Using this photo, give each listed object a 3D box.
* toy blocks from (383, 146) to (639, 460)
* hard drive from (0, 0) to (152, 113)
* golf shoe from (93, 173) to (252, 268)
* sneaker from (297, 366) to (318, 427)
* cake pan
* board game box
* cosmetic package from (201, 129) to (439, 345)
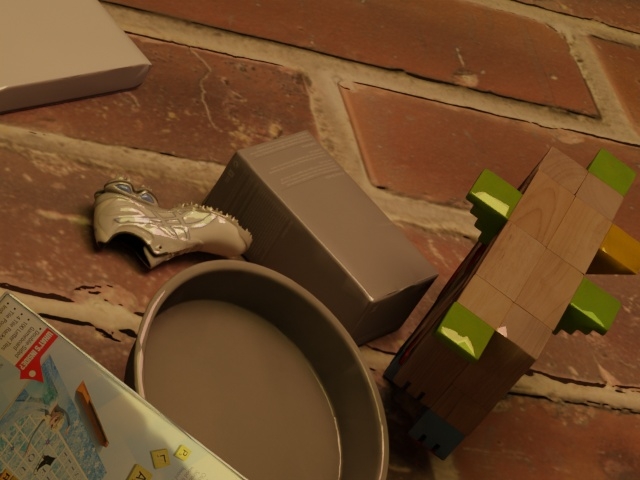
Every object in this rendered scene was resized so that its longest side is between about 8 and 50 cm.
[{"bbox_3d":[0.173,0.083,2.035,0.190,0.261,0.381,36,43,0],"label":"toy blocks"},{"bbox_3d":[-0.382,-0.292,2.211,0.233,0.047,0.353,-16,57,-46],"label":"hard drive"},{"bbox_3d":[-0.160,-0.001,2.045,0.176,0.069,0.086,17,59,-16],"label":"golf shoe"},{"bbox_3d":[-0.073,0.129,1.949,0.094,0.080,0.212,-13,56,-21],"label":"sneaker"},{"bbox_3d":[-0.063,0.160,1.799,0.293,0.054,0.293,22,52,-32],"label":"cake pan"},{"bbox_3d":[-0.226,0.260,1.529,0.318,0.066,0.319,38,76,6],"label":"board game box"},{"bbox_3d":[0.000,0.000,2.116,0.127,0.107,0.238,-17,62,-47],"label":"cosmetic package"}]
